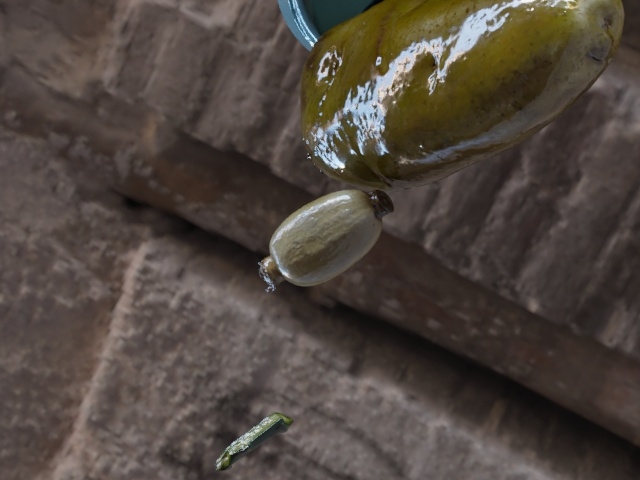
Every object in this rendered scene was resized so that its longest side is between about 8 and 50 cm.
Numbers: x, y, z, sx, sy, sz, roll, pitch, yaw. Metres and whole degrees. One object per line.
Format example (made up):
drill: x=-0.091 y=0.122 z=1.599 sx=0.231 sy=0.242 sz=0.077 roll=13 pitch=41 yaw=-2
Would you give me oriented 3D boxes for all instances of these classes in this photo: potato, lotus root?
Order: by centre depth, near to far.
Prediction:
potato: x=0.118 y=-0.149 z=1.127 sx=0.195 sy=0.176 sz=0.369 roll=-26 pitch=10 yaw=-34
lotus root: x=0.000 y=0.000 z=1.157 sx=0.150 sy=0.073 sz=0.062 roll=-33 pitch=22 yaw=13

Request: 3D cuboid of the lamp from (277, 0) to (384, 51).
lamp: x=0.072 y=-0.264 z=1.312 sx=0.209 sy=0.284 sz=0.147 roll=-43 pitch=9 yaw=-2

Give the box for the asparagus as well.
asparagus: x=-0.078 y=0.233 z=1.429 sx=0.108 sy=0.025 sz=0.021 roll=-33 pitch=-53 yaw=-18
